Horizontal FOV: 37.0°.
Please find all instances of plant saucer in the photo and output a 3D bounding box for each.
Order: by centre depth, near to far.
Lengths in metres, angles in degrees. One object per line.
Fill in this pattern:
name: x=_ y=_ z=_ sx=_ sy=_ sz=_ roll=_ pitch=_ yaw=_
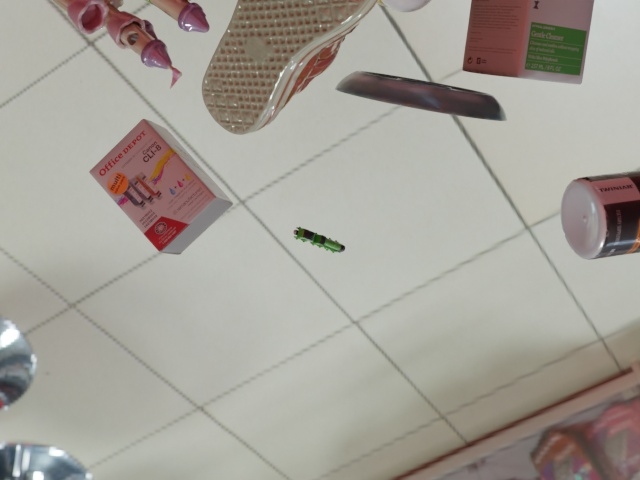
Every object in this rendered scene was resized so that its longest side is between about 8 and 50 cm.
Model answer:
plant saucer: x=0.185 y=-0.267 z=1.738 sx=0.317 sy=0.317 sz=0.044 roll=6 pitch=102 yaw=-15

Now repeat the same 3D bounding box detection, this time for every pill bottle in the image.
pill bottle: x=0.516 y=-0.049 z=1.506 sx=0.245 sy=0.130 sz=0.130 roll=-8 pitch=132 yaw=-16

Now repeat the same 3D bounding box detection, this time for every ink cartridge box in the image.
ink cartridge box: x=-0.253 y=-0.085 z=1.531 sx=0.128 sy=0.127 sz=0.176 roll=-44 pitch=83 yaw=4

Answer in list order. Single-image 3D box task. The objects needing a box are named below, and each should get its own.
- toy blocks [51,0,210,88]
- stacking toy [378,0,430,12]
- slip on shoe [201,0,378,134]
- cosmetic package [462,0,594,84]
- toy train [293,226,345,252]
toy blocks: x=-0.270 y=-0.452 z=1.731 sx=0.288 sy=0.260 sz=0.309 roll=-56 pitch=156 yaw=8
stacking toy: x=0.145 y=-0.550 z=1.810 sx=0.350 sy=0.480 sz=0.351 roll=2 pitch=126 yaw=2
slip on shoe: x=-0.011 y=-0.232 z=0.940 sx=0.123 sy=0.101 sz=0.331 roll=46 pitch=136 yaw=4
cosmetic package: x=0.399 y=-0.485 z=1.777 sx=0.197 sy=0.155 sz=0.366 roll=-4 pitch=106 yaw=-38
toy train: x=0.000 y=0.000 z=1.214 sx=0.083 sy=0.023 sz=0.017 roll=20 pitch=82 yaw=-42
